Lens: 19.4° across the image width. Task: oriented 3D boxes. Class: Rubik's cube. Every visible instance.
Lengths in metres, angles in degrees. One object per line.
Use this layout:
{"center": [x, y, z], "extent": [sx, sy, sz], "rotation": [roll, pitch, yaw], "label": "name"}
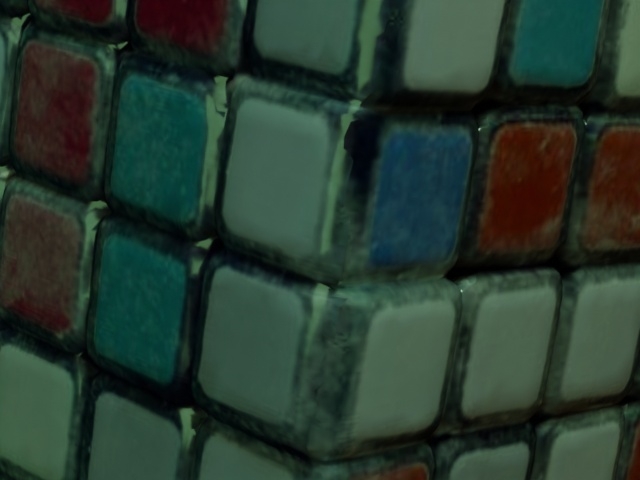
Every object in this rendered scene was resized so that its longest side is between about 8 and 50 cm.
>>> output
{"center": [0.000, 0.000, 0.747], "extent": [0.287, 0.293, 0.292], "rotation": [20, 106, 41], "label": "Rubik's cube"}
